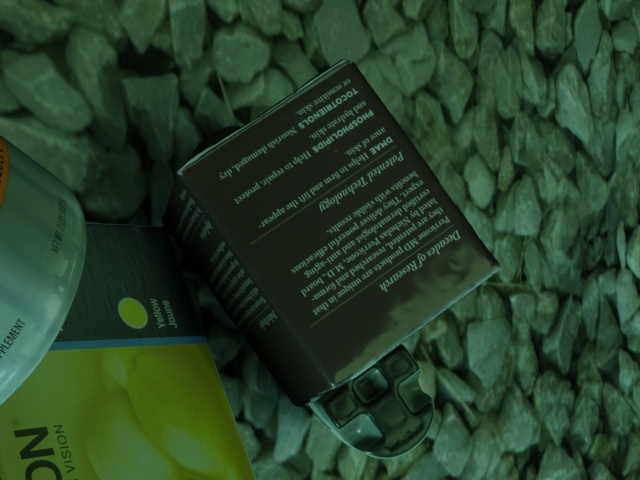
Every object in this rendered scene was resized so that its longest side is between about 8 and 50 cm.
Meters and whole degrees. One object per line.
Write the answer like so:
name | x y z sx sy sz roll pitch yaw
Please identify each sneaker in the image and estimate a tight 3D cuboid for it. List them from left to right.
sneaker | -0.029 0.055 1.128 0.122 0.146 0.330 -28 88 -16

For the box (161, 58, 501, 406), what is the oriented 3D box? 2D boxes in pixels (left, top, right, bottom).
box | 0.000 0.000 0.983 0.167 0.168 0.203 -35 87 -17

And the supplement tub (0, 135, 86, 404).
supplement tub | -0.301 -0.032 0.669 0.316 0.194 0.193 39 61 -36

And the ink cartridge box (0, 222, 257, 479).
ink cartridge box | -0.195 0.125 0.872 0.307 0.072 0.303 2 60 -50
